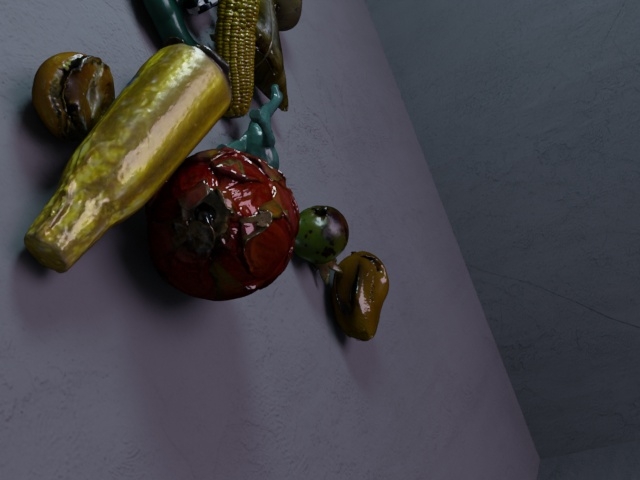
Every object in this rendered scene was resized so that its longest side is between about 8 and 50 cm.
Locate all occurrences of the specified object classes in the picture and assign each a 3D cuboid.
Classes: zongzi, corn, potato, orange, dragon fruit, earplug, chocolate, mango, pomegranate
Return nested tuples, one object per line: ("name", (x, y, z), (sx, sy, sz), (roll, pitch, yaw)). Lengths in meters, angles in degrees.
("zongzi", (-0.145, -0.514, 1.910), (0.288, 0.134, 0.286), (50, 36, -38))
("corn", (-0.196, -0.435, 1.688), (0.102, 0.101, 0.313), (-16, 113, -66))
("potato", (-0.136, -0.711, 2.057), (0.262, 0.165, 0.165), (54, 28, -35))
("orange", (-0.400, -0.235, 1.171), (0.112, 0.170, 0.160), (22, 44, -3))
("dragon fruit", (-0.171, -0.026, 1.296), (0.278, 0.277, 0.342), (66, 18, -8))
("earplug", (-0.295, -0.537, 1.580), (0.257, 0.280, 0.164), (26, 2, -23))
("chocolate", (-0.304, -0.140, 1.156), (0.162, 0.162, 0.445), (55, 47, -30))
("mango", (0.106, 0.146, 1.921), (0.151, 0.155, 0.249), (104, -12, -55))
("pomegranate", (0.011, 0.007, 1.829), (0.220, 0.156, 0.156), (59, 25, -33))

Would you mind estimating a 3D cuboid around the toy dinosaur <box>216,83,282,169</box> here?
("toy dinosaur", (-0.125, -0.177, 1.730), (0.331, 0.129, 0.384), (-42, 130, -74))

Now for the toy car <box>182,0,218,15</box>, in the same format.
("toy car", (-0.289, -0.582, 1.739), (0.080, 0.070, 0.171), (61, 23, -19))
